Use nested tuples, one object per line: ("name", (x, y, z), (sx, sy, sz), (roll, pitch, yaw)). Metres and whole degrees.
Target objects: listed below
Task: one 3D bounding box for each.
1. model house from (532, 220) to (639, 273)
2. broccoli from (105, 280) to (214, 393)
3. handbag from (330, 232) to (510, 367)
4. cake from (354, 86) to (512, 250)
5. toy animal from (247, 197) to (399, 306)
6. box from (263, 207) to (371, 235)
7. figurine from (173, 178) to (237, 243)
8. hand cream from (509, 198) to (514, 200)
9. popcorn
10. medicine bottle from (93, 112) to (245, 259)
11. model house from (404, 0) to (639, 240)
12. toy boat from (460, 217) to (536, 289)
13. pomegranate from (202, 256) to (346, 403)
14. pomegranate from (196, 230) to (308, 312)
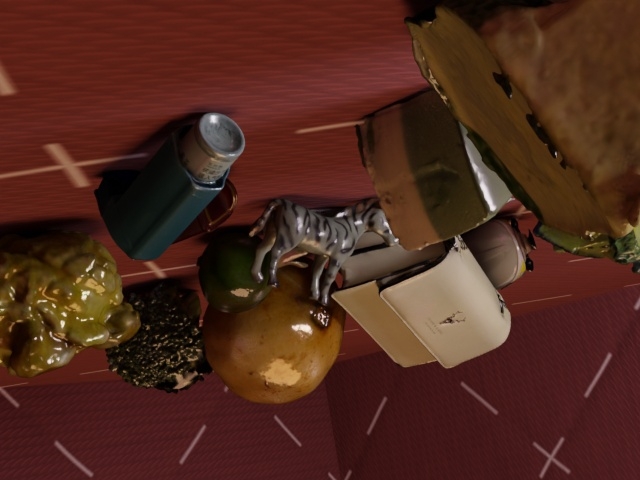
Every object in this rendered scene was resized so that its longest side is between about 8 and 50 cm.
("model house", (0.503, -0.009, 1.935), (0.211, 0.170, 0.194), (-17, 168, 33))
("broccoli", (-0.311, 0.197, 2.193), (0.263, 0.247, 0.243), (-63, 175, 29))
("handbag", (0.189, 0.096, 1.949), (0.236, 0.160, 0.358), (-16, 146, 19))
("cake", (0.205, -0.084, 1.359), (0.158, 0.172, 0.283), (-18, 168, 42))
("toy animal", (0.002, 0.018, 1.684), (0.255, 0.170, 0.090), (-2, -173, -34))
("box", (0.009, -0.029, 1.756), (0.207, 0.041, 0.050), (-4, 164, -24))
("figurine", (-0.169, -0.046, 1.475), (0.154, 0.082, 0.098), (-19, 178, 36))
("hand cream", (0.246, -0.063, 1.774), (0.078, 0.050, 0.205), (-18, 169, 35))
("popcorn", (-0.401, 0.099, 1.590), (0.251, 0.237, 0.206), (30, 152, 1))
("medicine bottle", (-0.184, -0.072, 1.286), (0.079, 0.124, 0.258), (4, 151, -37))
("model house", (0.260, -0.171, 0.958), (0.266, 0.261, 0.321), (-35, -175, 1))
("toy boat", (0.344, 0.034, 2.103), (0.141, 0.141, 0.269), (-3, 164, -29))
("pomegranate", (-0.082, 0.161, 2.011), (0.307, 0.307, 0.307), (-9, 168, -2))
("pomegranate", (-0.118, 0.040, 1.816), (0.191, 0.131, 0.152), (-29, 169, -20))
